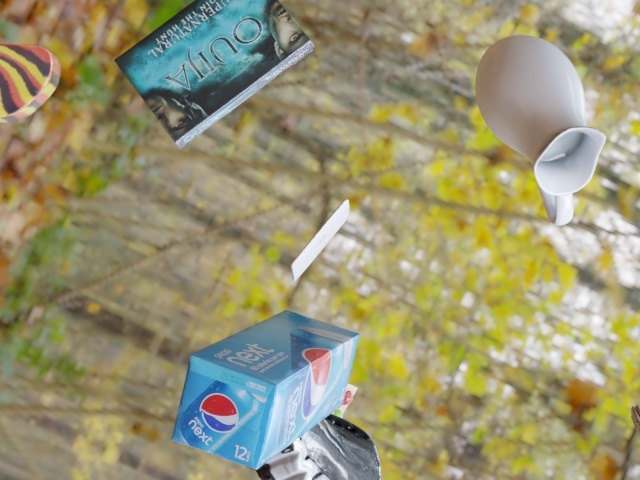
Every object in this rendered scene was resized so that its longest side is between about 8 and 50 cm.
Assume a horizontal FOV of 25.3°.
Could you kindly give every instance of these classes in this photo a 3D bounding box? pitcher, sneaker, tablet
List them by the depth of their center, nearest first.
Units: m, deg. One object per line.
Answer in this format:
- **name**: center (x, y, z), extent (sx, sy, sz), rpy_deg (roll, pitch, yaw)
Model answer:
- **sneaker**: center (-0.006, 0.192, 1.313), extent (0.078, 0.234, 0.106), rpy_deg (-28, -170, 40)
- **tablet**: center (0.000, 0.000, 1.339), extent (0.083, 0.006, 0.054), rpy_deg (-51, 168, -13)
- **pitcher**: center (0.265, -0.136, 1.736), extent (0.177, 0.126, 0.207), rpy_deg (90, -15, -46)

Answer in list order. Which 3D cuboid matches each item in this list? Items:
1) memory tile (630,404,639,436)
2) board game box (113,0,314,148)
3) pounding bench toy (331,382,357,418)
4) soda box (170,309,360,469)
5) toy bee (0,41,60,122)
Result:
- **memory tile**: center (0.317, 0.227, 1.292), extent (0.012, 0.148, 0.113), rpy_deg (-23, -166, 7)
- **board game box**: center (-0.117, -0.204, 1.571), extent (0.186, 0.126, 0.026), rpy_deg (-38, 163, -1)
- **pounding bench toy**: center (-0.011, 0.174, 1.485), extent (0.083, 0.065, 0.052), rpy_deg (-60, 152, -1)
- **soda box**: center (-0.037, 0.109, 1.098), extent (0.210, 0.071, 0.067), rpy_deg (-21, 126, -71)
- **toy bee**: center (-0.454, -0.177, 1.623), extent (0.195, 0.298, 0.162), rpy_deg (16, 90, -68)
